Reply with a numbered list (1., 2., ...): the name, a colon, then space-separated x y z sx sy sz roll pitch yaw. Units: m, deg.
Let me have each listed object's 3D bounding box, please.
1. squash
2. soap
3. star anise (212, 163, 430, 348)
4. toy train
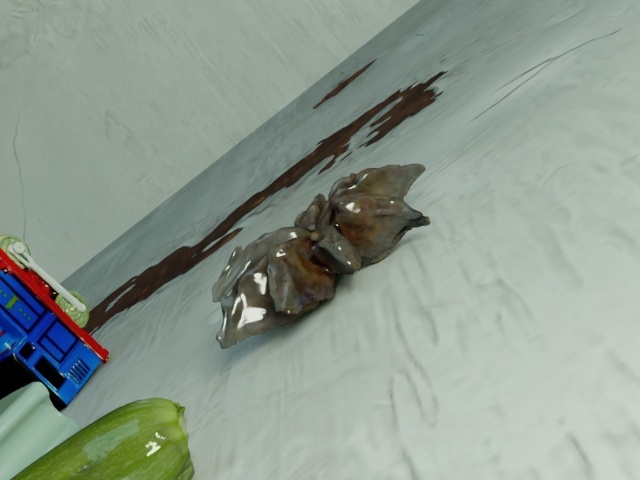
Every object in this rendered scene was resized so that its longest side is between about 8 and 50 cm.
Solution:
1. squash: -0.168 0.171 0.658 0.239 0.069 0.069 -37 11 10
2. soap: -0.299 0.213 0.919 0.119 0.066 0.198 -32 13 40
3. star anise: 0.000 0.000 0.814 0.182 0.065 0.195 -35 7 10
4. toy train: -0.322 0.082 1.167 0.083 0.204 0.131 -30 18 39
